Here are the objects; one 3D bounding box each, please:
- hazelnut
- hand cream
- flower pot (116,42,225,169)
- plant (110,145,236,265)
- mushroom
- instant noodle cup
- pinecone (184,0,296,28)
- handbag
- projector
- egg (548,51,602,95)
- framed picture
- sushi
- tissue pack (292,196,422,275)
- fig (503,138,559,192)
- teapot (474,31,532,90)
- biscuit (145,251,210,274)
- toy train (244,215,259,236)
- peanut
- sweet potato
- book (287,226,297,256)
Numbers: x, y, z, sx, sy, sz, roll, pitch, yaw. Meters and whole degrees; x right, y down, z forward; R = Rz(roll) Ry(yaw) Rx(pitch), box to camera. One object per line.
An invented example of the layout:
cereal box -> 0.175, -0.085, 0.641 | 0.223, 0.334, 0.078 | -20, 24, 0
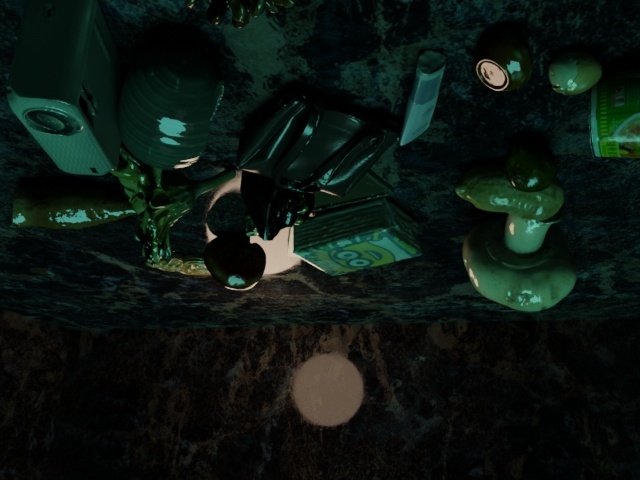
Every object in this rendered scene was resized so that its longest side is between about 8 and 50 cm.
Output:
hazelnut -> -0.280, 0.065, 1.928 | 0.203, 0.178, 0.178 | 31, 162, 7
hand cream -> 0.188, -0.258, 1.113 | 0.079, 0.048, 0.255 | -32, 162, -9
flower pot -> -0.256, -0.226, 1.016 | 0.157, 0.190, 0.243 | 17, 149, -14
plant -> -0.352, -0.072, 1.368 | 0.296, 0.262, 0.305 | 11, 170, -27
mushroom -> 0.549, 0.013, 1.606 | 0.314, 0.315, 0.336 | 0, 139, 3
instant noodle cup -> 0.590, -0.224, 1.012 | 0.232, 0.207, 0.207 | 0, 163, 31
pinecone -> -0.115, -0.349, 0.716 | 0.195, 0.150, 0.179 | 15, 163, -28
handbag -> -0.002, -0.198, 1.224 | 0.285, 0.114, 0.257 | 12, 151, -29
projector -> -0.397, -0.243, 0.959 | 0.108, 0.199, 0.250 | 2, 162, -4
egg -> 0.431, -0.283, 1.002 | 0.083, 0.071, 0.071 | -13, 161, -3
framed picture -> 0.025, -0.132, 1.541 | 0.281, 0.019, 0.209 | -10, 158, 29
sushi -> -0.090, -0.106, 1.413 | 0.150, 0.153, 0.172 | -4, -155, -29
tissue pack -> 0.105, -0.005, 1.714 | 0.310, 0.128, 0.228 | -16, 152, 30
fig -> 0.474, -0.160, 1.311 | 0.117, 0.117, 0.177 | -14, 174, 38
teapot -> 0.304, -0.297, 0.975 | 0.098, 0.078, 0.129 | 41, 174, 8
biscuit -> -0.495, 0.089, 2.186 | 0.288, 0.044, 0.202 | 8, 160, -25
toy train -> -0.149, -0.060, 1.693 | 0.104, 0.071, 0.178 | -1, 163, -30
peanut -> 0.448, -0.116, 1.411 | 0.252, 0.122, 0.137 | 7, 176, -10
sweet potato -> -0.631, -0.089, 1.542 | 0.336, 0.131, 0.131 | 0, 161, 2
book -> 0.000, 0.000, 1.924 | 0.214, 0.025, 0.283 | 1, 159, -3
